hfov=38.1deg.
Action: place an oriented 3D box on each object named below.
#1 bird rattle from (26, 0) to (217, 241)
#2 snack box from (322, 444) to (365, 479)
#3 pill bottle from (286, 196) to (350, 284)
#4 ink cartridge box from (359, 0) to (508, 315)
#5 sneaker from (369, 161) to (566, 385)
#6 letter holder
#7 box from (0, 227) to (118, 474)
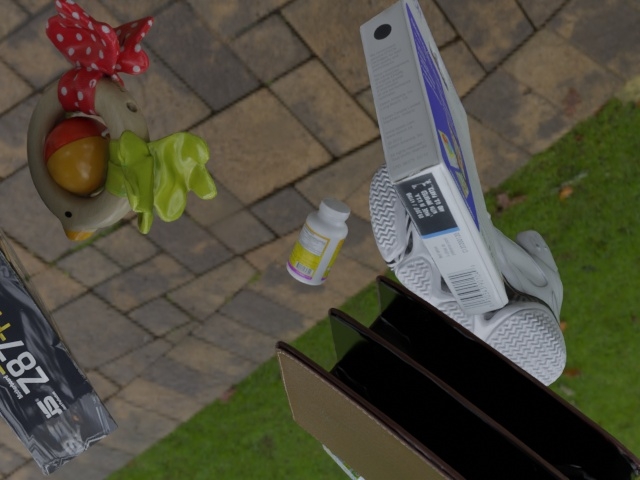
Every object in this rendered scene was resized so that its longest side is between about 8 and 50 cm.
[{"bbox_3d":[-0.239,-0.112,0.968,0.207,0.143,0.253,-35,86,28],"label":"bird rattle"},{"bbox_3d":[0.087,0.336,1.576,0.141,0.100,0.037,-37,144,-18],"label":"snack box"},{"bbox_3d":[0.000,0.000,0.921,0.043,0.043,0.083,17,115,-17],"label":"pill bottle"},{"bbox_3d":[0.089,-0.077,0.732,0.045,0.208,0.206,-16,144,16],"label":"ink cartridge box"},{"bbox_3d":[0.211,0.022,1.286,0.137,0.210,0.366,-36,96,26],"label":"sneaker"},{"bbox_3d":[0.122,0.164,0.831,0.302,0.152,0.214,36,160,22],"label":"letter holder"},{"bbox_3d":[-0.376,0.020,0.987,0.097,0.395,0.318,-34,124,-14],"label":"box"}]
